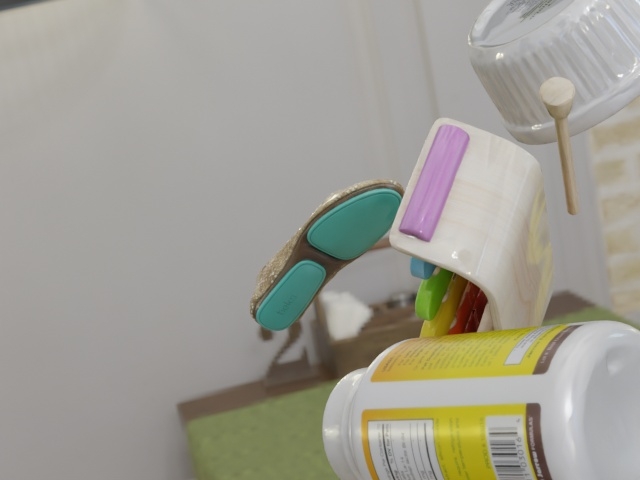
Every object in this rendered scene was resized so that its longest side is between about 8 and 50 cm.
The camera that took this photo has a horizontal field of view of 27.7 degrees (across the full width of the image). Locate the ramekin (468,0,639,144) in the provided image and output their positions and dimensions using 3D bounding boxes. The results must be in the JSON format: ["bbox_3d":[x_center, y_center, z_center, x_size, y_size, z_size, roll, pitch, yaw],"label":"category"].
[{"bbox_3d":[0.243,-0.203,1.283,0.207,0.109,0.207,-35,23,17],"label":"ramekin"}]

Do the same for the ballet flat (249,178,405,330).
[{"bbox_3d":[0.000,0.000,1.234,0.206,0.073,0.067,-44,30,24],"label":"ballet flat"}]

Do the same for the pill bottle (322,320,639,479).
[{"bbox_3d":[0.101,0.113,0.785,0.117,0.117,0.215,-25,9,-40],"label":"pill bottle"}]

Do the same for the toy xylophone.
[{"bbox_3d":[0.145,0.008,1.084,0.081,0.322,0.236,15,59,20],"label":"toy xylophone"}]
